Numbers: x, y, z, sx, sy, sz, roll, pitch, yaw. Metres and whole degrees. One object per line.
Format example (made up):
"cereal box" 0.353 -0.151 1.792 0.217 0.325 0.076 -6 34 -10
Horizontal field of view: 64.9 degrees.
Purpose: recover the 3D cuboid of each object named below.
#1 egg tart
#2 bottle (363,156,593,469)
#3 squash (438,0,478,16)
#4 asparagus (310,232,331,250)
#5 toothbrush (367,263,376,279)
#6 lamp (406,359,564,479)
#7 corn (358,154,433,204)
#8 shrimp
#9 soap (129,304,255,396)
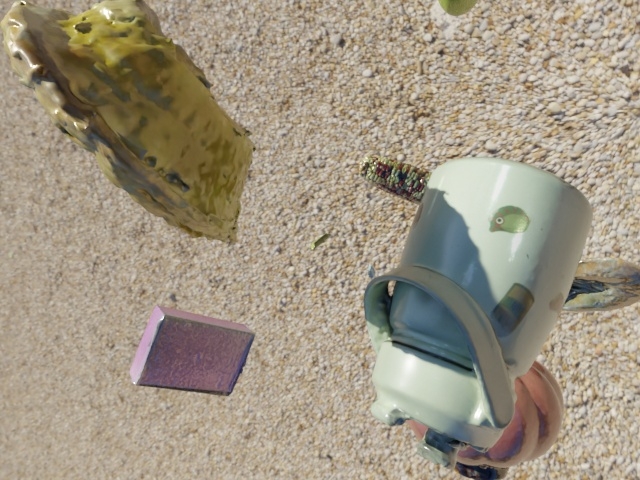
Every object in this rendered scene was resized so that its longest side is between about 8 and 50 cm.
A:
"egg tart" -0.179 -0.143 0.568 0.132 0.345 0.345 -38 79 3
"bottle" 0.170 0.089 0.621 0.229 0.229 0.351 19 76 28
"squash" 0.346 -0.669 1.235 0.132 0.132 0.247 20 153 27
"asparagus" 0.001 0.000 1.525 0.025 0.108 0.021 -16 103 40
"toothbrush" 0.166 0.166 1.501 0.021 0.027 0.269 19 143 32
"lamp" 0.307 0.329 0.977 0.305 0.305 0.239 1 94 32
"corn" 0.208 -0.131 1.163 0.253 0.086 0.086 19 115 -2
"shrimp" 0.536 0.097 1.094 0.168 0.077 0.317 43 144 -26
"soap" -0.310 0.274 1.228 0.081 0.259 0.181 23 92 54
